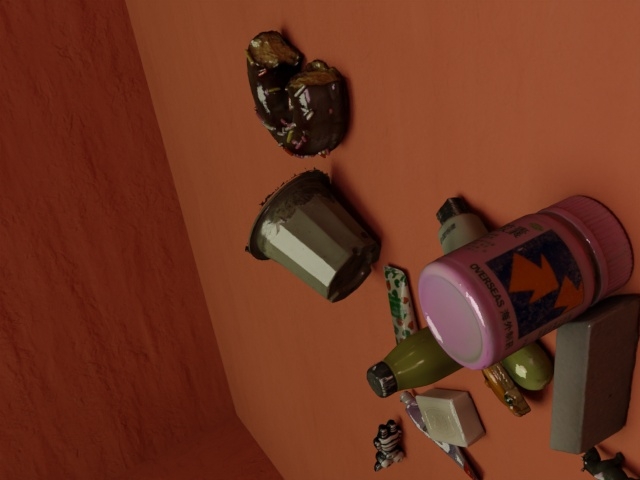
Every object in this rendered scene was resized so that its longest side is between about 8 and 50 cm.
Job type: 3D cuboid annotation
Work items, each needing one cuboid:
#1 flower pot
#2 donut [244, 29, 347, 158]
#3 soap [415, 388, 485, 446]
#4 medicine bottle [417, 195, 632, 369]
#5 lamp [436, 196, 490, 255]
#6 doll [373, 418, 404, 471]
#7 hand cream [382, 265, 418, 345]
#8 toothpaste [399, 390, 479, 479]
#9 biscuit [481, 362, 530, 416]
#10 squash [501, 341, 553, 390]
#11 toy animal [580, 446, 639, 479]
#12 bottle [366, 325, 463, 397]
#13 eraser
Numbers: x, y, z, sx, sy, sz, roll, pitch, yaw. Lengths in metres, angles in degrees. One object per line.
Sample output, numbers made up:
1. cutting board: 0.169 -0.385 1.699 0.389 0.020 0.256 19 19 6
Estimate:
1. flower pot: 0.000 0.000 2.051 0.259 0.290 0.290 40 149 25
2. donut: -0.065 -0.330 1.980 0.345 0.136 0.259 49 150 41
3. soap: 0.309 0.420 1.982 0.121 0.064 0.183 69 158 0
4. medicine bottle: 0.312 0.060 1.271 0.178 0.291 0.178 50 155 35
5. lamp: 0.278 0.064 1.528 0.314 0.182 0.182 52 155 45
6. doll: 0.196 0.597 2.400 0.067 0.091 0.219 47 153 39
7. hand cream: 0.203 0.195 2.010 0.095 0.059 0.276 15 122 61
8. toothpaste: 0.303 0.497 2.107 0.301 0.048 0.075 48 148 34
9. biscuit: 0.356 0.286 1.640 0.170 0.050 0.170 55 -174 -9
10. squash: 0.358 0.179 1.595 0.250 0.083 0.083 59 158 26
11. toy animal: 0.514 0.409 1.481 0.136 0.065 0.047 40 146 50
12. bottle: 0.219 0.243 1.728 0.112 0.260 0.112 50 153 36
13. eraser: 0.450 0.228 1.376 0.077 0.111 0.352 45 151 48
